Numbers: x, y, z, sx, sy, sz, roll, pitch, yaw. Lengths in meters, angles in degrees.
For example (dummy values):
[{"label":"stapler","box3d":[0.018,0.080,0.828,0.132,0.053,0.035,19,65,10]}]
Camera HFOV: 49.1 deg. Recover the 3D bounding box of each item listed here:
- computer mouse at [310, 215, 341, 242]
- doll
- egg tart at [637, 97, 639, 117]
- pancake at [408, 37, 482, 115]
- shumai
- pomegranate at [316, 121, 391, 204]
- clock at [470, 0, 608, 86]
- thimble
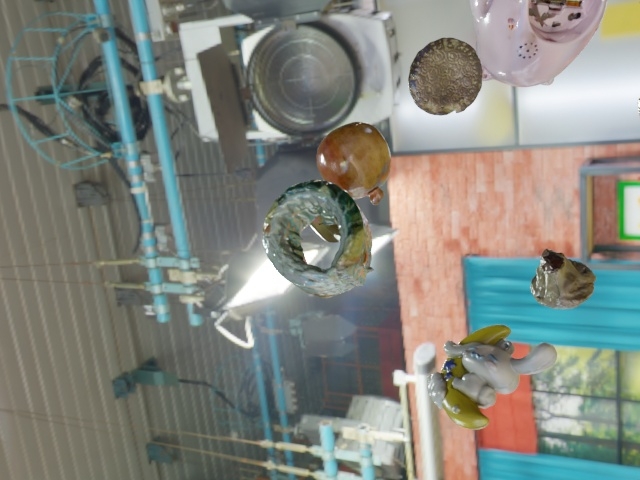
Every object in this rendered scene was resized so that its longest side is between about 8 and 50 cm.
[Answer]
[{"label":"computer mouse","box3d":[0.022,-0.070,2.101,0.072,0.310,0.158,-43,-75,-21]},{"label":"doll","box3d":[0.338,0.275,1.464,0.237,0.252,0.111,-47,-67,-8]},{"label":"egg tart","box3d":[1.066,-0.330,2.058,0.315,0.120,0.315,56,-174,-8]},{"label":"pancake","box3d":[0.315,-0.409,1.761,0.021,0.199,0.199,-109,15,-80]},{"label":"shumai","box3d":[0.747,0.111,2.178,0.120,0.201,0.201,56,-137,-41]},{"label":"pomegranate","box3d":[0.119,-0.237,2.242,0.270,0.229,0.252,61,168,8]},{"label":"clock","box3d":[0.562,-0.579,1.823,0.250,0.368,0.377,-111,25,-52]},{"label":"thimble","box3d":[0.000,0.000,1.722,0.288,0.254,0.167,51,-175,23]}]
